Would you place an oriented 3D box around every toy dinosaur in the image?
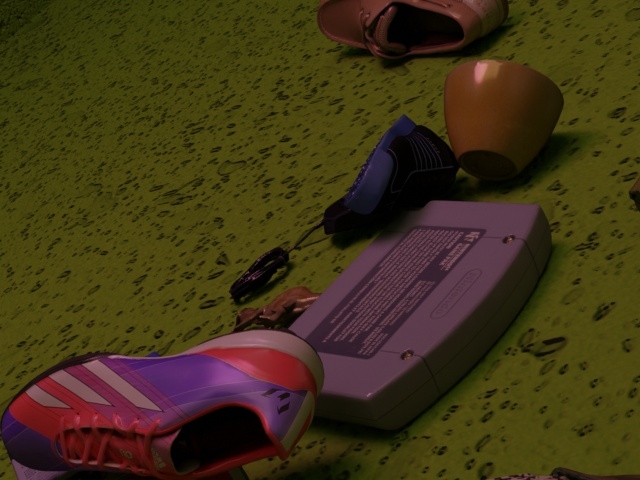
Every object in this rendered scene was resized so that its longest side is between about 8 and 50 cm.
[{"bbox_3d":[-0.030,0.073,1.430,0.183,0.053,0.092,-15,26,27],"label":"toy dinosaur"}]

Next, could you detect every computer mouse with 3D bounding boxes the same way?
[{"bbox_3d":[0.000,0.000,1.573,0.242,0.041,0.071,-35,16,-1],"label":"computer mouse"}]

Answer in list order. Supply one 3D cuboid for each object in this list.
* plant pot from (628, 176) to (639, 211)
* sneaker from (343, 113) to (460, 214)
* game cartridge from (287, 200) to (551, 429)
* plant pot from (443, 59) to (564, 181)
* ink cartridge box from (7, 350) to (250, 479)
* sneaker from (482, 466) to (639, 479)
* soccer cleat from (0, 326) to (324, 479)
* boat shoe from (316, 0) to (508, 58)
[{"bbox_3d":[0.334,-0.054,1.285,0.079,0.083,0.083,-44,26,-5],"label":"plant pot"},{"bbox_3d":[0.096,-0.071,1.477,0.081,0.090,0.232,-59,-3,27],"label":"sneaker"},{"bbox_3d":[0.087,0.065,1.315,0.198,0.062,0.297,9,42,43],"label":"game cartridge"},{"bbox_3d":[0.193,-0.122,1.517,0.134,0.134,0.095,-6,59,40],"label":"plant pot"},{"bbox_3d":[-0.198,0.210,1.329,0.186,0.065,0.311,-32,23,-10],"label":"ink cartridge box"},{"bbox_3d":[0.192,0.189,0.764,0.410,0.182,0.158,-12,61,40],"label":"sneaker"},{"bbox_3d":[-0.153,0.160,1.190,0.318,0.108,0.116,-13,32,20],"label":"soccer cleat"},{"bbox_3d":[0.106,-0.325,1.991,0.341,0.121,0.110,2,37,46],"label":"boat shoe"}]
